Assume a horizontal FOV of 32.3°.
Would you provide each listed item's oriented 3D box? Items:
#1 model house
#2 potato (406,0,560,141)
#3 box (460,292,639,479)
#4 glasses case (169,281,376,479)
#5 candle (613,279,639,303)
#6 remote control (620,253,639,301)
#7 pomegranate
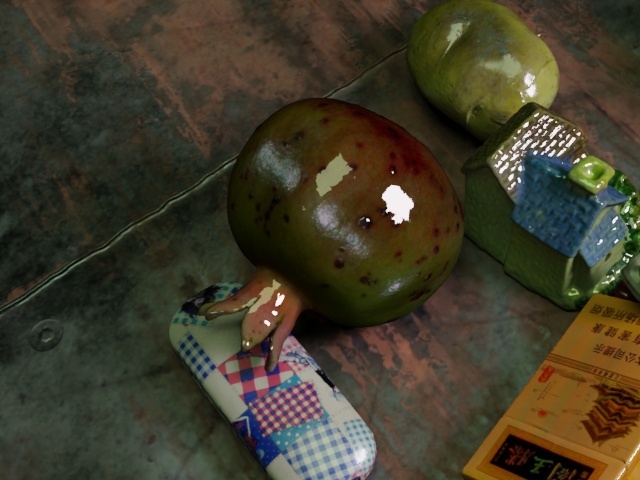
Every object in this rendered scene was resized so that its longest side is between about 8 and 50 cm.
[{"bbox_3d":[0.292,-0.059,1.323,0.195,0.189,0.214,-41,58,-12],"label":"model house"},{"bbox_3d":[0.216,-0.233,1.481,0.169,0.143,0.248,-38,49,-9],"label":"potato"},{"bbox_3d":[0.302,0.192,1.184,0.274,0.076,0.174,-48,32,-19],"label":"box"},{"bbox_3d":[-0.063,0.176,1.311,0.125,0.076,0.327,-36,57,-10],"label":"glasses case"},{"bbox_3d":[0.462,0.127,1.243,0.301,0.059,0.084,37,84,31],"label":"candle"},{"bbox_3d":[0.489,0.048,1.232,0.309,0.038,0.090,2,28,-12],"label":"remote control"},{"bbox_3d":[0.017,0.002,1.320,0.290,0.290,0.324,24,93,24],"label":"pomegranate"}]
